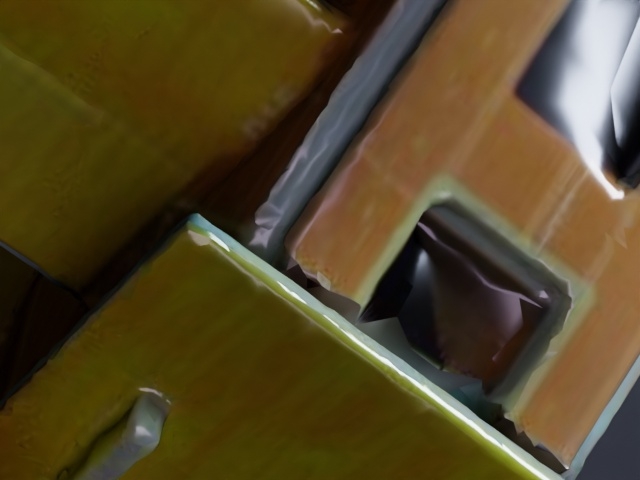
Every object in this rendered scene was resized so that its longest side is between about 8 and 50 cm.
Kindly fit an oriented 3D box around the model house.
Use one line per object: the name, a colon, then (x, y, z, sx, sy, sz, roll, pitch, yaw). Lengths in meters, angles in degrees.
model house: (0.000, 0.000, 0.411, 0.300, 0.340, 0.323, 35, 85, -20)
